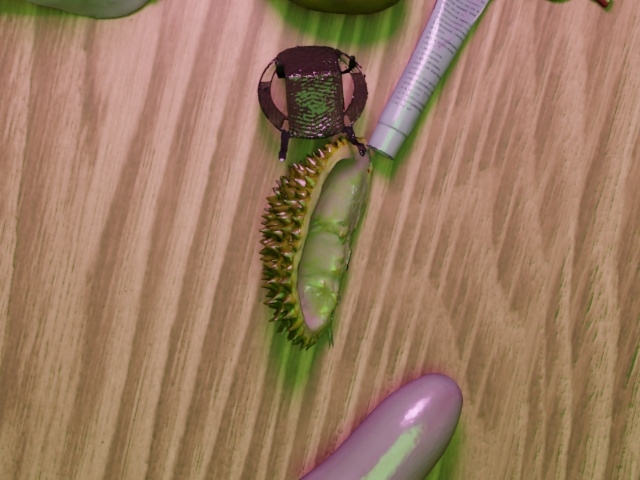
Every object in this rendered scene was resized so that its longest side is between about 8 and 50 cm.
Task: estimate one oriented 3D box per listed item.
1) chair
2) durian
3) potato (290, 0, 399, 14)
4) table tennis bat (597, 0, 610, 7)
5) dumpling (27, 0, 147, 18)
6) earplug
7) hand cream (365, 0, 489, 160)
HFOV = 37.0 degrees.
[{"bbox_3d":[-0.010,-0.224,1.464,0.174,0.213,0.149,-5,111,-2],"label":"chair"},{"bbox_3d":[-0.009,0.003,1.506,0.170,0.157,0.355,9,96,-20],"label":"durian"},{"bbox_3d":[0.021,-0.440,1.462,0.253,0.148,0.186,26,78,3],"label":"potato"},{"bbox_3d":[0.403,-0.425,1.544,0.155,0.019,0.098,31,93,-3],"label":"table tennis bat"},{"bbox_3d":[-0.338,-0.488,1.422,0.321,0.270,0.211,-5,73,21],"label":"dumpling"},{"bbox_3d":[0.116,0.338,1.551,0.172,0.172,0.301,41,87,-6],"label":"earplug"},{"bbox_3d":[0.174,-0.284,1.526,0.085,0.058,0.331,28,91,-9],"label":"hand cream"}]
